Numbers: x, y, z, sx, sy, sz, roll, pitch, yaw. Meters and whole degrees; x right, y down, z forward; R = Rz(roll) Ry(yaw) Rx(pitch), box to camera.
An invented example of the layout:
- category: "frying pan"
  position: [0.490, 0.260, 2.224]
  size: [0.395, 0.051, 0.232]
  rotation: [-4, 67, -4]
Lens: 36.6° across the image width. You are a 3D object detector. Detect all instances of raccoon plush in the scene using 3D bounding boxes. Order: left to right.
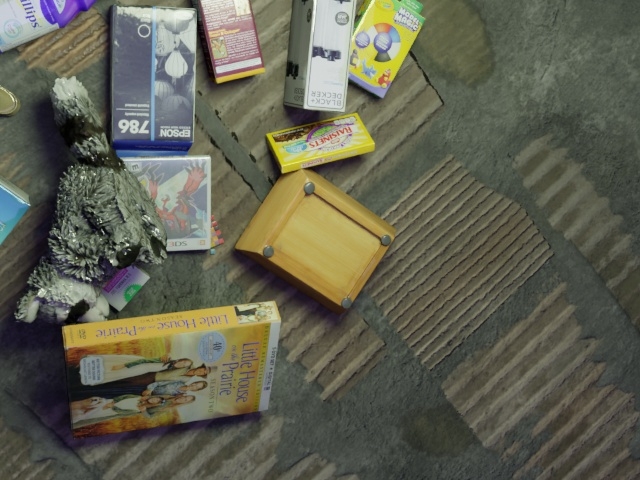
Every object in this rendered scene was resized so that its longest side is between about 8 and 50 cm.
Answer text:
- category: "raccoon plush"
  position: [-0.491, -0.049, 1.860]
  size: [0.299, 0.216, 0.446]
  rotation: [-25, 80, 10]

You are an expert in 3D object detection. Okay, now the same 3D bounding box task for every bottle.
- category: "bottle"
  position: [-0.521, -0.446, 1.809]
  size: [0.282, 0.092, 0.118]
  rotation: [-25, 106, -11]

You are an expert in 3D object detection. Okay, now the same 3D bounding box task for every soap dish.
- category: "soap dish"
  position: [0.000, 0.000, 2.050]
  size: [0.291, 0.118, 0.229]
  rotation: [34, 90, -22]

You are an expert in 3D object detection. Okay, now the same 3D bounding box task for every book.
- category: "book"
  position: [-0.435, 0.064, 1.976]
  size: [0.144, 0.035, 0.096]
  rotation: [41, 91, -22]

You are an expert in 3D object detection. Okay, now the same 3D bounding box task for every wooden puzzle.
- category: "wooden puzzle"
  position: [-0.234, -0.010, 2.034]
  size: [0.049, 0.006, 0.083]
  rotation: [-23, 107, -12]

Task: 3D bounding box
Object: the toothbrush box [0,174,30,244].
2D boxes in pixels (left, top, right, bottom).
- category: "toothbrush box"
  position: [-0.721, -0.022, 1.815]
  size: [0.216, 0.126, 0.295]
  rotation: [37, 88, -20]

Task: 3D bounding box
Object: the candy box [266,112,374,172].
- category: "candy box"
  position: [0.000, -0.205, 2.019]
  size: [0.205, 0.105, 0.027]
  rotation: [-15, 143, -14]

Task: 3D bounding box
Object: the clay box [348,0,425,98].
- category: "clay box"
  position: [0.126, -0.427, 2.036]
  size: [0.127, 0.053, 0.222]
  rotation: [27, 93, -21]

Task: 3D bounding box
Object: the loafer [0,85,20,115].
- category: "loafer"
  position: [-0.640, -0.279, 1.829]
  size: [0.148, 0.050, 0.056]
  rotation: [25, 93, -20]

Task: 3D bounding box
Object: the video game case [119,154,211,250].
- category: "video game case"
  position: [-0.314, -0.073, 1.967]
  size: [0.183, 0.023, 0.201]
  rotation: [-3, 111, -14]

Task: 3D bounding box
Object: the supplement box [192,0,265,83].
- category: "supplement box"
  position: [-0.185, -0.417, 1.926]
  size: [0.104, 0.081, 0.188]
  rotation: [-15, 106, -13]

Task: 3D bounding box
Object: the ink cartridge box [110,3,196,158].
- category: "ink cartridge box"
  position: [-0.332, -0.295, 1.916]
  size: [0.165, 0.065, 0.333]
  rotation: [-2, 102, -18]

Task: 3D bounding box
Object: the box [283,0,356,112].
- category: "box"
  position: [-0.001, -0.407, 1.940]
  size: [0.087, 0.169, 0.290]
  rotation: [2, 101, -18]

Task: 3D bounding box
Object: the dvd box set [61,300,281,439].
- category: "dvd box set"
  position: [-0.300, 0.266, 1.963]
  size: [0.420, 0.062, 0.308]
  rotation: [-5, 136, -17]
